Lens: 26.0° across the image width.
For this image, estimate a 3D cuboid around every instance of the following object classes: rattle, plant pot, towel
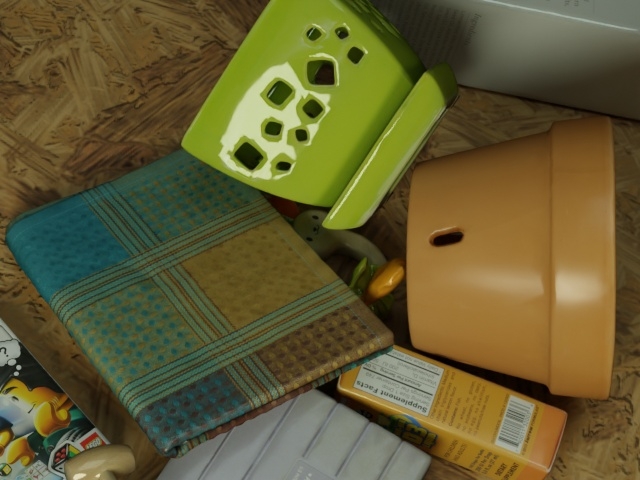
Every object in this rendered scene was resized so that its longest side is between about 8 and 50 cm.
[{"bbox_3d":[0.000,0.000,1.486,0.130,0.143,0.199,-28,72,-4],"label":"rattle"},{"bbox_3d":[0.015,-0.144,1.490,0.207,0.227,0.228,35,14,3],"label":"plant pot"},{"bbox_3d":[0.199,0.016,1.443,0.204,0.291,0.291,1,56,9],"label":"plant pot"},{"bbox_3d":[-0.134,0.047,1.425,0.271,0.040,0.370,-24,48,-23],"label":"towel"}]

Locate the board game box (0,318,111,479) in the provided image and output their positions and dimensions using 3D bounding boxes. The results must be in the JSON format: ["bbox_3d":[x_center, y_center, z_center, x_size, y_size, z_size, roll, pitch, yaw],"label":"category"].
[{"bbox_3d":[-0.372,0.230,1.318,0.305,0.053,0.193,-36,70,-27],"label":"board game box"}]

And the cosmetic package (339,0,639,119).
[{"bbox_3d":[0.211,-0.320,1.708,0.453,0.161,0.230,11,57,-3],"label":"cosmetic package"}]

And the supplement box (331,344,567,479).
[{"bbox_3d":[0.129,0.177,1.430,0.233,0.078,0.080,23,60,5],"label":"supplement box"}]

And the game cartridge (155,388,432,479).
[{"bbox_3d":[-0.069,0.302,1.313,0.230,0.068,0.355,32,64,5],"label":"game cartridge"}]

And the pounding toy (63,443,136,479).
[{"bbox_3d":[-0.214,0.307,1.176,0.154,0.155,0.269,-7,65,-15],"label":"pounding toy"}]
